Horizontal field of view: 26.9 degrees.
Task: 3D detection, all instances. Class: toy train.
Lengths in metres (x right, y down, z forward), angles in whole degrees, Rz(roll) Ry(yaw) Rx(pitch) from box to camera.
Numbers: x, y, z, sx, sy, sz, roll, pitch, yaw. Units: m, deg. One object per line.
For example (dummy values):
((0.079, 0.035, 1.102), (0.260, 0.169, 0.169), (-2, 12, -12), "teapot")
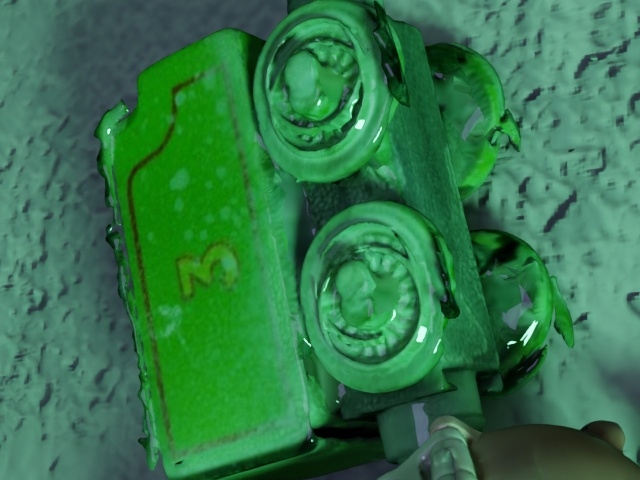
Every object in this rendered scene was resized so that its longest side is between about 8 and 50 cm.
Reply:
((0.000, 0.000, 0.648), (0.188, 0.132, 0.243), (-20, 73, 31), "toy train")

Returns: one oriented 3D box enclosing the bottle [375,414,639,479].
((0.051, 0.169, 0.559), (0.236, 0.147, 0.147), (-47, 64, 23), "bottle")
